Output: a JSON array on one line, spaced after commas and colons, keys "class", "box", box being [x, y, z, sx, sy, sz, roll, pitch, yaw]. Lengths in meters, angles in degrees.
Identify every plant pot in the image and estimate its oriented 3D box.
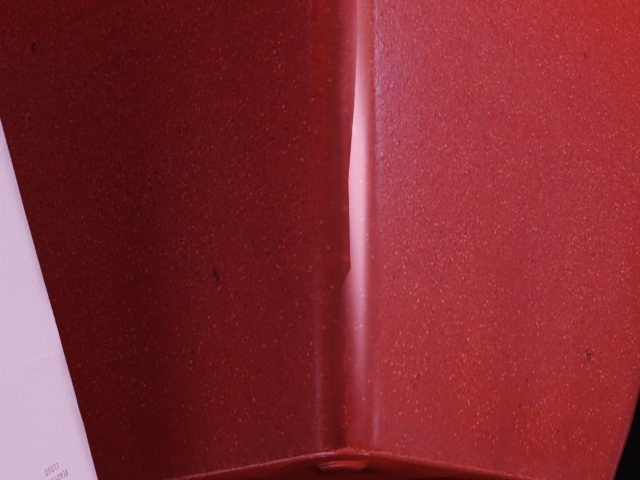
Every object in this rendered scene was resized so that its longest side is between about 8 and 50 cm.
[{"class": "plant pot", "box": [0.000, 0.000, 0.635, 0.267, 0.267, 0.236, 17, 65, -46]}]

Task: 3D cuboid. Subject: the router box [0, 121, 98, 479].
[{"class": "router box", "box": [-0.191, 0.056, 0.362, 0.335, 0.082, 0.301, -32, 110, -64]}]
